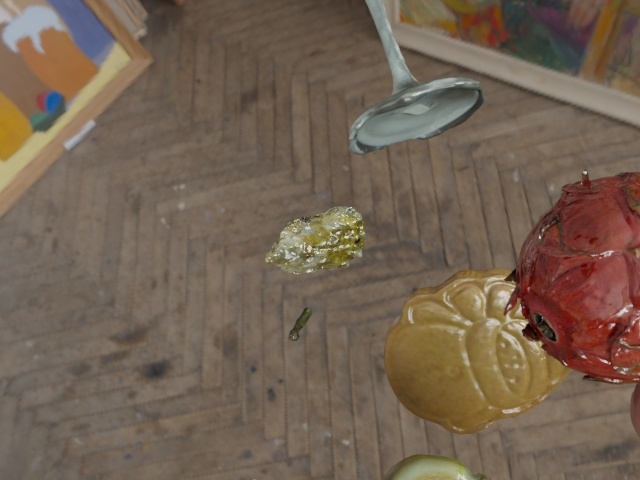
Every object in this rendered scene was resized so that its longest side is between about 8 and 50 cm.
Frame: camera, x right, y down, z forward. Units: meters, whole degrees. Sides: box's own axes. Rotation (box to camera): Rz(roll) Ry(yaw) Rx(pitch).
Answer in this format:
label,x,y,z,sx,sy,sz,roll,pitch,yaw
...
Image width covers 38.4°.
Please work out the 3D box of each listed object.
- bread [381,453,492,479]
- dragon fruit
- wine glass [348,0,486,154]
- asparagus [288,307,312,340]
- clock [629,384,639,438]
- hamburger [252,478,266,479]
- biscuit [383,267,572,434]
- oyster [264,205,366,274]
label,x,y,z,sx,sy,sz,roll,pitch,yaw
bread,0.185,0.444,1.465,0.213,0.105,0.213,3,73,-9
dragon fruit,0.335,0.036,0.991,0.241,0.241,0.252,28,76,35
wine glass,0.042,-0.198,0.754,0.156,0.156,0.232,-20,77,8
asparagus,-0.029,0.117,1.279,0.015,0.127,0.018,40,104,-1
clock,0.560,0.286,1.333,0.142,0.227,0.241,-6,41,-9
hamburger,-0.086,0.337,1.042,0.081,0.126,0.141,30,104,50
biscuit,0.279,0.197,1.630,0.351,0.312,0.057,-26,23,19
oyster,0.000,0.000,1.277,0.122,0.146,0.045,-64,28,-2
